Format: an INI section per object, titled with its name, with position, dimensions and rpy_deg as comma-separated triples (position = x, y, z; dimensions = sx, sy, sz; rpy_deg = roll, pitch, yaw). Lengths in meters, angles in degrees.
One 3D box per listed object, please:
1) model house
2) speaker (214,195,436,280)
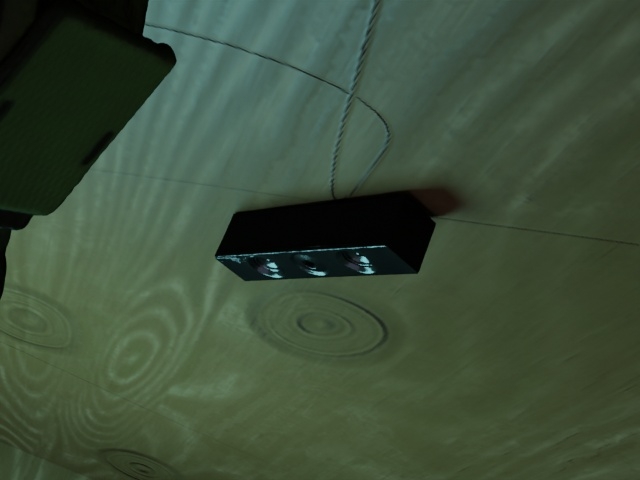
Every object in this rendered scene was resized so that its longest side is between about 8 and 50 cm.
[model house]
position = -0.190, -0.059, 0.652
dimensions = 0.205, 0.278, 0.218
rpy_deg = 10, 179, 21
[speaker]
position = 0.000, 0.000, 0.977
dimensions = 0.191, 0.046, 0.040
rpy_deg = -4, 145, 47
